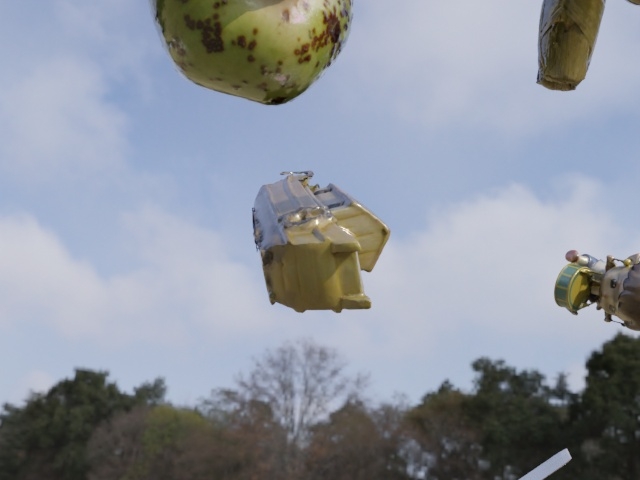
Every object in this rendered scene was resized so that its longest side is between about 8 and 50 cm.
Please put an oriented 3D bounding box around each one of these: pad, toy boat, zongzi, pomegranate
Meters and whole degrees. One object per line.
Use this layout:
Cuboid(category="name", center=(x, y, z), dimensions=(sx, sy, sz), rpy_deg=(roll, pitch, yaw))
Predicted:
Cuboid(category="pad", center=(0.373, 0.430, 1.575), dimensions=(0.176, 0.002, 0.266), rpy_deg=(-36, -15, 6))
Cuboid(category="toy boat", center=(0.000, 0.000, 1.107), dimensions=(0.162, 0.135, 0.445), rpy_deg=(-10, 12, -3))
Cuboid(category="zongzi", center=(0.321, -0.287, 1.093), dimensions=(0.079, 0.160, 0.176), rpy_deg=(8, -21, 1))
Cuboid(category="pomegranate", center=(-0.059, -0.248, 0.829), dimensions=(0.214, 0.214, 0.248), rpy_deg=(13, -20, -16))

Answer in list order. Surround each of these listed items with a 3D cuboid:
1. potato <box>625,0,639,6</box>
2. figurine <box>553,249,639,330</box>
Cuboid(category="potato", center=(0.682, -0.595, 1.828), dimensions=(0.159, 0.251, 0.174), rpy_deg=(-2, -13, 16))
Cuboid(category="figurine", center=(0.617, 0.109, 1.778), dimensions=(0.158, 0.161, 0.276), rpy_deg=(-25, 25, -39))
